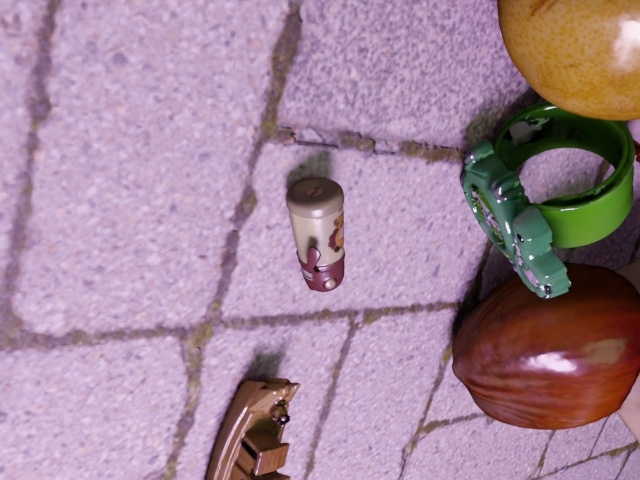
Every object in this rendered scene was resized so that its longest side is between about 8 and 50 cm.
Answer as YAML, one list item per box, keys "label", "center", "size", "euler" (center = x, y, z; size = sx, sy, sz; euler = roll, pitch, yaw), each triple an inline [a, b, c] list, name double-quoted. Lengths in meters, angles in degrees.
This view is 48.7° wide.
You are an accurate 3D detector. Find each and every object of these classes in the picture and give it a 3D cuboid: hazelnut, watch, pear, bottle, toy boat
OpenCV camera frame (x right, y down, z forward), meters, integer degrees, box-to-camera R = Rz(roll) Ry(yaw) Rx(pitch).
- label: "hazelnut"
  center: [0.251, 0.108, 0.779]
  size: [0.186, 0.210, 0.210]
  euler: [-62, 141, -29]
- label: "watch"
  center: [0.228, -0.043, 0.668]
  size: [0.152, 0.165, 0.131]
  euler: [-30, 139, -1]
- label: "pear"
  center: [0.249, -0.194, 0.570]
  size: [0.209, 0.209, 0.208]
  euler: [-20, 126, -30]
- label: "bottle"
  center: [0.001, -0.001, 0.589]
  size: [0.063, 0.047, 0.101]
  euler: [-35, 134, -33]
- label: "toy boat"
  center: [-0.063, 0.214, 0.645]
  size: [0.065, 0.072, 0.206]
  euler: [0, 116, -41]

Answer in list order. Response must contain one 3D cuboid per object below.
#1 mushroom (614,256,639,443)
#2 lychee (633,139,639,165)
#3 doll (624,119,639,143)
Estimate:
- label: "mushroom"
  center: [0.502, 0.111, 0.878]
  size: [0.325, 0.353, 0.353]
  euler: [18, 103, -30]
- label: "lychee"
  center: [0.464, -0.146, 0.736]
  size: [0.276, 0.304, 0.275]
  euler: [10, 74, -39]
- label: "doll"
  center: [0.348, -0.113, 0.605]
  size: [0.059, 0.160, 0.160]
  euler: [23, 135, -30]
